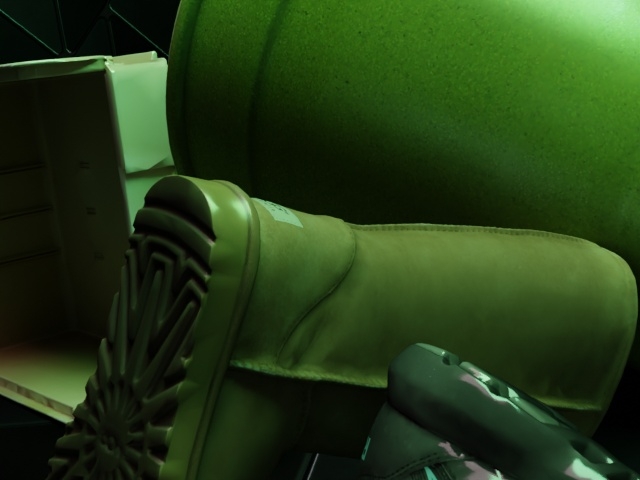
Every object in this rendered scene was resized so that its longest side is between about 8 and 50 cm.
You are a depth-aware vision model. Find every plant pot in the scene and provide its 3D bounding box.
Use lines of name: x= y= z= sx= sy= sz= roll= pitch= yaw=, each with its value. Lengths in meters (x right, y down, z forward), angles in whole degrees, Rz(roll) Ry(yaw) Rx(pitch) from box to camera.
plant pot: x=0.148 y=-0.087 z=0.737 sx=0.353 sy=0.366 sz=0.367 roll=30 pitch=33 yaw=33

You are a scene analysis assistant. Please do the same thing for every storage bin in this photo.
storage bin: x=-0.213 y=-0.011 z=0.857 sx=0.123 sy=0.262 sz=0.260 roll=-14 pitch=12 yaw=-37

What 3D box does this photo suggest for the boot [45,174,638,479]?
boot: x=0.022 y=0.096 z=0.505 sx=0.270 sy=0.236 sz=0.089 roll=12 pitch=16 yaw=-39

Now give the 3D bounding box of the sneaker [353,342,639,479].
sneaker: x=0.106 y=0.136 z=0.367 sx=0.101 sy=0.106 sz=0.267 roll=33 pitch=-2 yaw=-43
